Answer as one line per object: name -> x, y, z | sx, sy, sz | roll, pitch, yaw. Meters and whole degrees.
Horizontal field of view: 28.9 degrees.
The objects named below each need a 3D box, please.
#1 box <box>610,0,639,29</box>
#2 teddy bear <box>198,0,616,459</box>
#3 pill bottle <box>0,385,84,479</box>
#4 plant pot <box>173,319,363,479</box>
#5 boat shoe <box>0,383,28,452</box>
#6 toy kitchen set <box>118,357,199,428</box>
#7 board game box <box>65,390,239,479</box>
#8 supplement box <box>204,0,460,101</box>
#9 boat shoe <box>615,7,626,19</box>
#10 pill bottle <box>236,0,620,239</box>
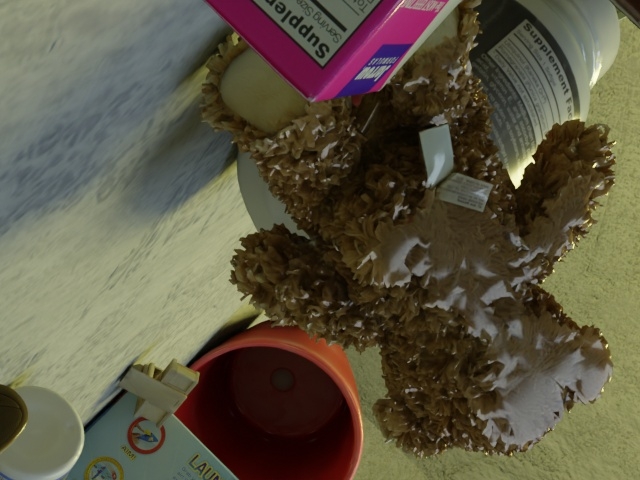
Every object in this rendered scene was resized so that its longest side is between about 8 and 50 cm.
box -> 0.251, -0.291, 0.720 | 0.381, 0.191, 0.143 | -40, 172, -34
teddy bear -> 0.059, -0.017, 0.775 | 0.245, 0.338, 0.113 | -48, -151, -2
pill bottle -> -0.239, 0.176, 0.975 | 0.078, 0.078, 0.137 | -40, 172, -40
plant pot -> -0.064, 0.233, 1.762 | 0.275, 0.275, 0.243 | -47, -177, 15
boat shoe -> -0.257, 0.141, 0.788 | 0.152, 0.056, 0.049 | -29, 169, -37
toy kitchen set -> -0.178, 0.141, 1.338 | 0.083, 0.068, 0.075 | -50, -160, 30
board game box -> -0.203, 0.369, 1.377 | 0.302, 0.308, 0.086 | -44, 174, -11
supplement box -> 0.042, -0.171, 0.480 | 0.220, 0.114, 0.111 | -46, 175, 19
boat shoe -> 0.387, -0.373, 1.347 | 0.113, 0.127, 0.340 | -26, 153, -37
pill bottle -> 0.099, -0.100, 0.976 | 0.318, 0.176, 0.176 | -42, 172, -31
